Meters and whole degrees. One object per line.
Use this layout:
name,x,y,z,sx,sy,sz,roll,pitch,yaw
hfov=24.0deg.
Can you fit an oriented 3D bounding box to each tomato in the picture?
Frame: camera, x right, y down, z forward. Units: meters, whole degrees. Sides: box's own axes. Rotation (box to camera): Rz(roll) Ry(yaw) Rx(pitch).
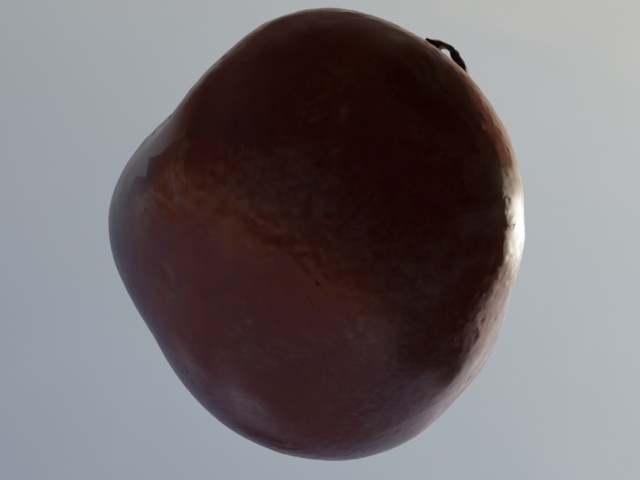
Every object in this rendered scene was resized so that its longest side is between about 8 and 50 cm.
tomato,0.000,0.000,0.613,0.151,0.187,0.187,-17,-140,-40
